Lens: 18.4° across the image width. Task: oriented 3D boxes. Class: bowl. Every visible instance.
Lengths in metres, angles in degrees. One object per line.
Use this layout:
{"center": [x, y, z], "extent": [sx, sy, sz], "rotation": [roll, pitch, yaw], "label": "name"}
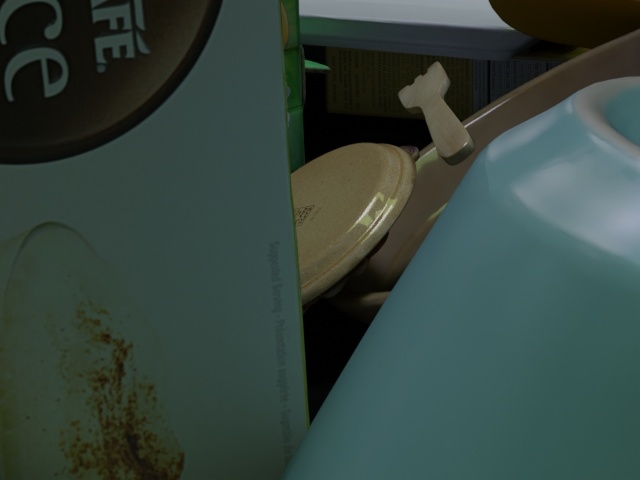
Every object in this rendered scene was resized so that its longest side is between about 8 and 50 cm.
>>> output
{"center": [0.146, 0.050, 0.617], "extent": [0.311, 0.163, 0.311], "rotation": [10, 17, -3], "label": "bowl"}

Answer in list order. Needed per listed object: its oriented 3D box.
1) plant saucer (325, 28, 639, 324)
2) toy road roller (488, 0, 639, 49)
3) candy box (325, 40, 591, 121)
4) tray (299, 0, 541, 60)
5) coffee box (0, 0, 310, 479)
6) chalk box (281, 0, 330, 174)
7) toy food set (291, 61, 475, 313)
{"center": [0.126, -0.034, 0.973], "extent": [0.278, 0.041, 0.278], "rotation": [-29, 15, 9], "label": "plant saucer"}
{"center": [0.232, -0.222, 1.052], "extent": [0.329, 0.202, 0.240], "rotation": [12, -15, 25], "label": "toy road roller"}
{"center": [0.108, -0.117, 1.341], "extent": [0.186, 0.053, 0.109], "rotation": [6, 21, 18], "label": "candy box"}
{"center": [0.041, -0.152, 1.319], "extent": [0.270, 0.030, 0.145], "rotation": [7, 20, 26], "label": "tray"}
{"center": [-0.213, -0.051, 0.768], "extent": [0.334, 0.338, 0.338], "rotation": [-10, 20, -17], "label": "coffee box"}
{"center": [-0.093, -0.103, 1.204], "extent": [0.213, 0.132, 0.132], "rotation": [-18, 26, -37], "label": "chalk box"}
{"center": [0.000, 0.000, 0.969], "extent": [0.192, 0.038, 0.132], "rotation": [-36, 23, 9], "label": "toy food set"}
